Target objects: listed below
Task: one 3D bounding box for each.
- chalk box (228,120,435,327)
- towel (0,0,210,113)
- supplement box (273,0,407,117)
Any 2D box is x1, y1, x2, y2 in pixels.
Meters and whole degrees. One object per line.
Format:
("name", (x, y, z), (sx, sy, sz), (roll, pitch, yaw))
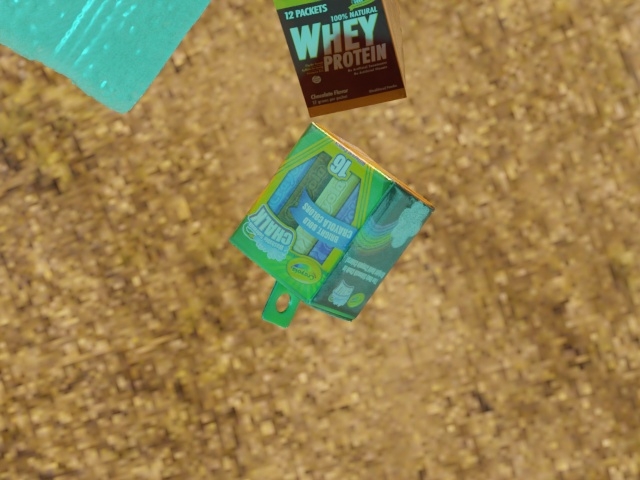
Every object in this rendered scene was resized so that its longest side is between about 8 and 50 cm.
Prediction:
("chalk box", (0.000, 0.000, 1.818), (0.132, 0.213, 0.132), (39, 6, 27))
("towel", (-0.176, -0.266, 1.456), (0.187, 0.282, 0.049), (30, 19, -25))
("supplement box", (0.024, -0.297, 2.048), (0.194, 0.129, 0.191), (-91, 167, -50))
